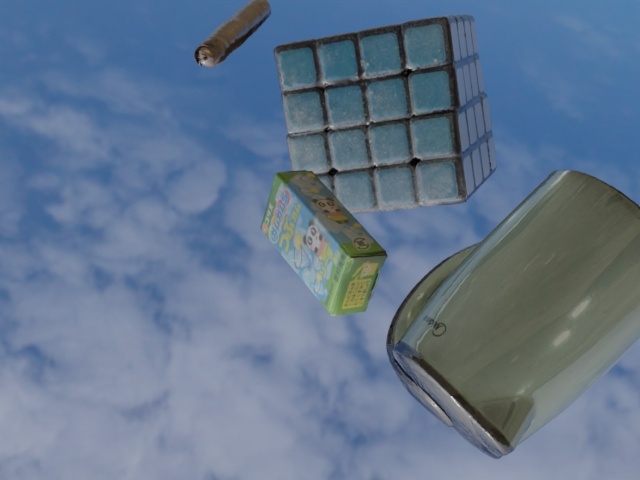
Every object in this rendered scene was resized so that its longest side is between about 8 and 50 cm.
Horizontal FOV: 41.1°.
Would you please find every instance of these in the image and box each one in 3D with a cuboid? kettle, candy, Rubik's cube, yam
[{"bbox_3d":[0.173,0.066,0.787,0.236,0.161,0.221,-44,-148,-9],"label":"kettle"},{"bbox_3d":[0.000,0.000,1.107,0.062,0.097,0.194,-8,-140,-34],"label":"candy"},{"bbox_3d":[0.138,-0.250,1.684,0.344,0.337,0.344,-7,-168,21],"label":"Rubik's cube"},{"bbox_3d":[-0.131,-0.321,1.309,0.046,0.046,0.264,19,-147,4],"label":"yam"}]
